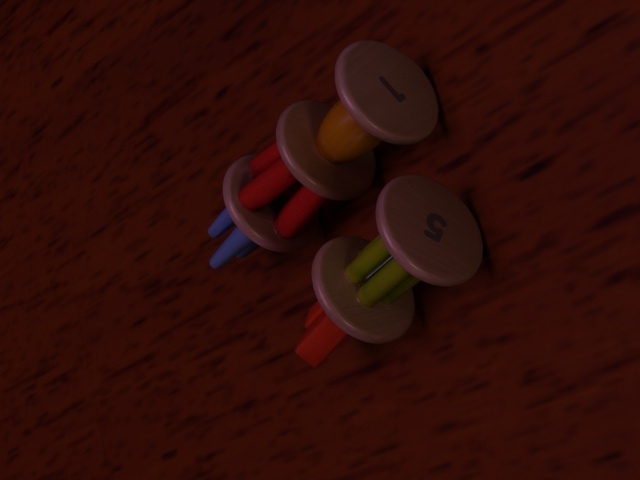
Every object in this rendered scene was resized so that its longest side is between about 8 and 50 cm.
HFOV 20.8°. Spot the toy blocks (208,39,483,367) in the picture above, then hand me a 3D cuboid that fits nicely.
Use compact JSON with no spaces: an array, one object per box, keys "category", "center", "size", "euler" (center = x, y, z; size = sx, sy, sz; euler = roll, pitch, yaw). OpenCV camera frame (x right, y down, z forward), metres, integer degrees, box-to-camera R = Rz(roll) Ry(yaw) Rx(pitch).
[{"category":"toy blocks","center":[0.000,0.000,0.785],"size":[0.148,0.054,0.123],"euler":[-42,54,45]}]
